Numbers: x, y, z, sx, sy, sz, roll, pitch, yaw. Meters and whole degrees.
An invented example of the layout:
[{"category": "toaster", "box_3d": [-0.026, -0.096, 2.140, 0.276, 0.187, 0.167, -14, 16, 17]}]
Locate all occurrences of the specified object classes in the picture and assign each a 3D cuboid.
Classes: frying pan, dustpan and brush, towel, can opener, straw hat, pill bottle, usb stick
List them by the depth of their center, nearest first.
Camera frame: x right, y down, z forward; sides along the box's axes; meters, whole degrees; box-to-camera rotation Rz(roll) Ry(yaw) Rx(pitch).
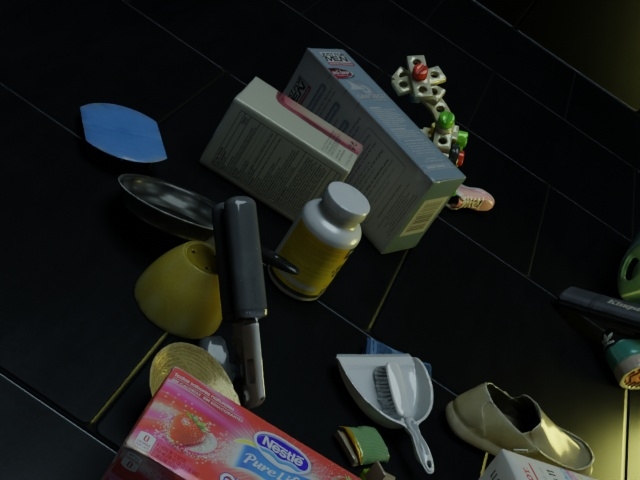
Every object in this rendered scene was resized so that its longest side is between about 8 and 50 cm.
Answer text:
[{"category": "straw hat", "box_3d": [-0.171, 0.204, 1.219, 0.144, 0.061, 0.144, 31, 41, -31]}, {"category": "can opener", "box_3d": [-0.123, 0.085, 1.295, 0.095, 0.076, 0.283, -2, 82, -32]}, {"category": "dustpan and brush", "box_3d": [0.117, 0.246, 1.427, 0.147, 0.060, 0.211, 3, 56, -30]}, {"category": "frying pan", "box_3d": [-0.159, -0.019, 1.477, 0.326, 0.053, 0.197, 27, 12, 9]}, {"category": "towel", "box_3d": [0.119, 0.198, 1.530, 0.119, 0.029, 0.067, 28, 33, -12]}, {"category": "pill bottle", "box_3d": [0.000, 0.000, 1.539, 0.103, 0.184, 0.103, 24, 33, -17]}, {"category": "usb stick", "box_3d": [0.593, 0.145, 1.911, 0.278, 0.045, 0.077, 17, 20, 39]}]

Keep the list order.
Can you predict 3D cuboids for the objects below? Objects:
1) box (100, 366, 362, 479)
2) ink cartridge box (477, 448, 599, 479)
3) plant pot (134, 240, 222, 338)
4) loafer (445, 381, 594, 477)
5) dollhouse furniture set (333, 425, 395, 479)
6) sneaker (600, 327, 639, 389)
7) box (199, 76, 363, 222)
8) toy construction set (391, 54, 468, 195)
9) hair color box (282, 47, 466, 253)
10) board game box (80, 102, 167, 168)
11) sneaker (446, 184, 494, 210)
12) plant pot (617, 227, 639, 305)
[{"category": "box", "box_3d": [-0.089, 0.300, 1.081, 0.300, 0.154, 0.142, 31, 31, -3]}, {"category": "ink cartridge box", "box_3d": [0.327, 0.413, 1.325, 0.353, 0.119, 0.207, 21, 25, -22]}, {"category": "plant pot", "box_3d": [-0.180, 0.057, 1.377, 0.134, 0.095, 0.134, 24, 33, -17]}, {"category": "loafer", "box_3d": [0.324, 0.300, 1.524, 0.268, 0.092, 0.102, 24, 33, -18]}, {"category": "dollhouse furniture set", "box_3d": [0.087, 0.299, 1.334, 0.076, 0.058, 0.151, 3, 44, -42]}, {"category": "sneaker", "box_3d": [0.681, 0.227, 1.946, 0.302, 0.108, 0.121, 10, 43, -32]}, {"category": "box", "box_3d": [-0.067, -0.152, 1.718, 0.232, 0.148, 0.127, 33, 31, -3]}, {"category": "toy construction set", "box_3d": [0.223, -0.204, 1.943, 0.151, 0.327, 0.215, 3, 58, 15]}, {"category": "hair color box", "box_3d": [0.077, -0.174, 1.846, 0.113, 0.185, 0.374, -11, 54, -48]}, {"category": "board game box", "box_3d": [-0.327, -0.165, 1.606, 0.133, 0.033, 0.168, 9, 34, -27]}, {"category": "sneaker", "box_3d": [0.306, -0.083, 2.073, 0.134, 0.051, 0.070, 23, 34, -13]}, {"category": "plant pot", "box_3d": [0.826, 0.042, 2.157, 0.341, 0.341, 0.334, 43, 41, 13]}]
